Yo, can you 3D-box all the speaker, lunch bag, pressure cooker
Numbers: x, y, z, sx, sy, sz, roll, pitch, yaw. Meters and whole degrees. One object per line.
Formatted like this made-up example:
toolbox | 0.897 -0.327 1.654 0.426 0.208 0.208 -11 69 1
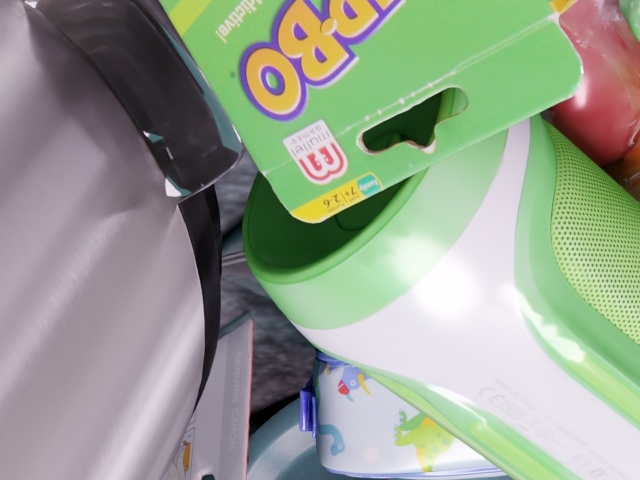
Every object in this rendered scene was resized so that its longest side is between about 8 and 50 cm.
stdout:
speaker | 0.110 0.047 0.653 0.131 0.131 0.296 -29 127 36
lunch bag | 0.078 0.077 0.902 0.176 0.090 0.219 -3 -179 3
pressure cooker | -0.239 0.046 0.626 0.370 0.420 0.375 17 127 7

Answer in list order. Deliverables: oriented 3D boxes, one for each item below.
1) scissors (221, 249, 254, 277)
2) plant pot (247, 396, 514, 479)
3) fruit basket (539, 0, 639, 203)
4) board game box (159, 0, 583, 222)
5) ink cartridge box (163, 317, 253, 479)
scissors | 0.000 0.000 0.820 0.297 0.021 0.109 6 156 45
plant pot | 0.061 0.237 1.098 0.271 0.271 0.255 -23 129 30
fruit basket | 0.143 -0.055 0.703 0.353 0.165 0.327 2 151 2
board game box | -0.022 -0.139 0.519 0.124 0.259 0.039 -26 -174 33
ink cartridge box | -0.103 0.215 1.011 0.060 0.275 0.239 27 138 -33
